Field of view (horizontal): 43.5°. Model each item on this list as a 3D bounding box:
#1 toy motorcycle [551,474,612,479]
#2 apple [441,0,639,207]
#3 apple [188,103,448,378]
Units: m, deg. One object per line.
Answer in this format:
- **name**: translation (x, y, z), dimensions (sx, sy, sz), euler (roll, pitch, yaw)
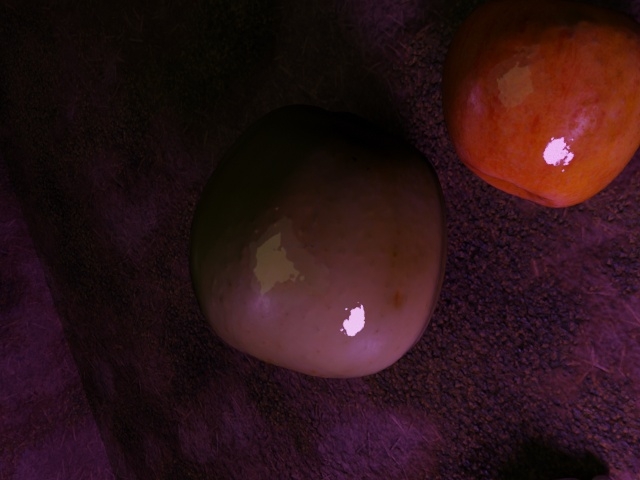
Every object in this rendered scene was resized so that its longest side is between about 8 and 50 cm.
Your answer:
- **toy motorcycle**: translation (0.435, 0.457, 1.283), dimensions (0.260, 0.110, 0.171), euler (16, 99, 35)
- **apple**: translation (0.305, -0.189, 1.106), dimensions (0.299, 0.299, 0.275), euler (25, 106, 37)
- **apple**: translation (0.000, 0.000, 1.352), dimensions (0.473, 0.473, 0.474), euler (12, 109, 41)
